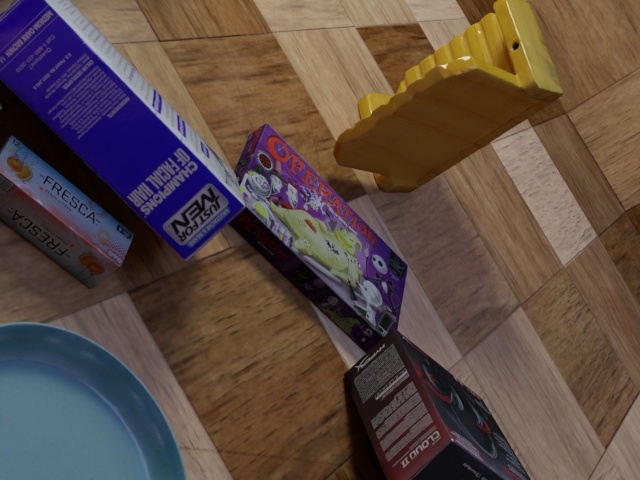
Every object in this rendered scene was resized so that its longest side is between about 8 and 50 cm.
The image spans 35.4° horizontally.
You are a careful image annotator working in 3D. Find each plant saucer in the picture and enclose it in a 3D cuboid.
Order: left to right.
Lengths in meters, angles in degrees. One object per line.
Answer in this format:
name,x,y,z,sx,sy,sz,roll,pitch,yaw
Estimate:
plant saucer,-0.260,0.231,0.969,0.317,0.043,0.318,35,38,-34

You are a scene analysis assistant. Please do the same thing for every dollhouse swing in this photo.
dollhouse swing,0.183,-0.284,1.755,0.305,0.347,0.315,23,45,-42

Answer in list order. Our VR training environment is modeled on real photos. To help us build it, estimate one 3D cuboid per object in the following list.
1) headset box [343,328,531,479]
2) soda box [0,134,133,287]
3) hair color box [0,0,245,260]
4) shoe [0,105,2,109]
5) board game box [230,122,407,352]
headset box,0.172,0.285,1.365,0.218,0.110,0.293,40,12,-27
soda box,-0.302,-0.030,1.127,0.183,0.058,0.063,43,34,-24
hair color box,-0.245,-0.146,1.202,0.339,0.110,0.185,45,5,-17
shoe,-0.380,-0.116,1.072,0.058,0.076,0.219,27,42,-33
board game box,0.000,0.000,1.539,0.347,0.056,0.208,44,29,-21
